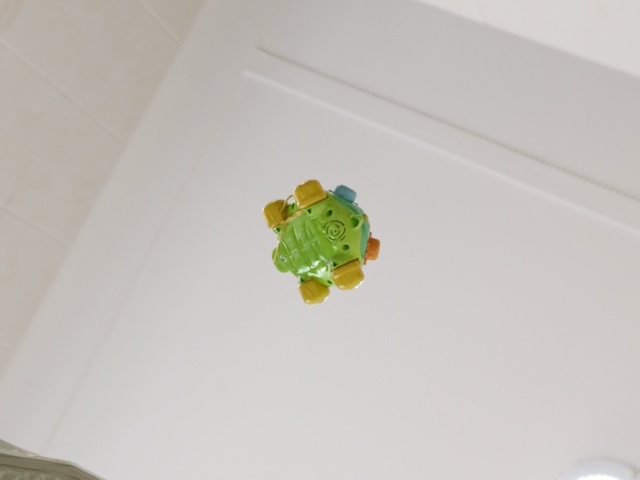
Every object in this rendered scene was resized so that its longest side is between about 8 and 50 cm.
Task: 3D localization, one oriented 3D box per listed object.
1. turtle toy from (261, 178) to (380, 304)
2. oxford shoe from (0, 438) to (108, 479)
[{"bbox_3d":[0.000,0.000,0.990,0.130,0.066,0.095,-27,-93,53],"label":"turtle toy"},{"bbox_3d":[-0.351,0.281,1.292,0.449,0.130,0.169,22,-82,-11],"label":"oxford shoe"}]
